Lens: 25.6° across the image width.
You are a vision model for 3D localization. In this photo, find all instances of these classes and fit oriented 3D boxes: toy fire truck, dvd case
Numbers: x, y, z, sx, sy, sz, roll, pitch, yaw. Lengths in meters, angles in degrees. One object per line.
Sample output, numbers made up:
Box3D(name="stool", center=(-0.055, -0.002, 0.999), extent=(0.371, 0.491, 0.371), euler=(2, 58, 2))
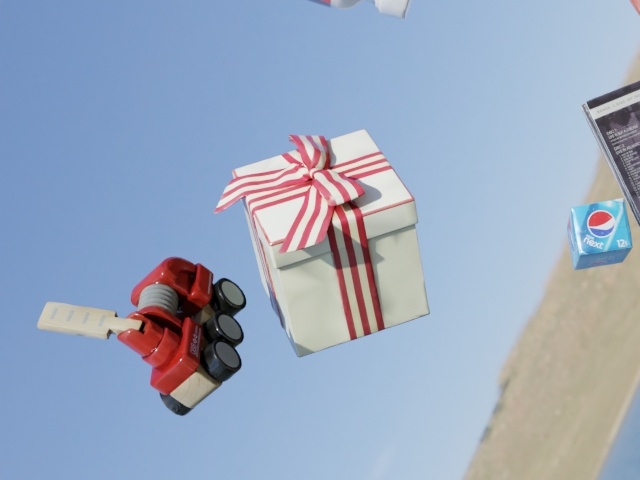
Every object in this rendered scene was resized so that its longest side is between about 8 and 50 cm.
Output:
Box3D(name="toy fire truck", center=(-0.251, 0.110, 2.003), extent=(0.158, 0.246, 0.217), euler=(-40, 26, 26))
Box3D(name="dvd case", center=(0.410, -0.083, 1.597), extent=(0.165, 0.221, 0.018), euler=(-23, -6, -19))

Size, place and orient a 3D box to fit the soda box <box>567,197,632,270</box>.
Box3D(name="soda box", center=(0.373, -0.006, 1.896), extent=(0.210, 0.071, 0.067), euler=(40, -139, -79))

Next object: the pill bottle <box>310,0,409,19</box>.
Box3D(name="pill bottle", center=(-0.011, -0.490, 2.247), extent=(0.210, 0.363, 0.210), euler=(19, -90, -86))

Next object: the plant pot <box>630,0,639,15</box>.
Box3D(name="plant pot", center=(0.628, -0.440, 2.234), extent=(0.265, 0.272, 0.272), euler=(-34, 0, 24))

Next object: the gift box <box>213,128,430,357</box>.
Box3D(name="gift box", center=(0.000, 0.000, 2.123), extent=(0.276, 0.255, 0.258), euler=(-20, -54, -13))
